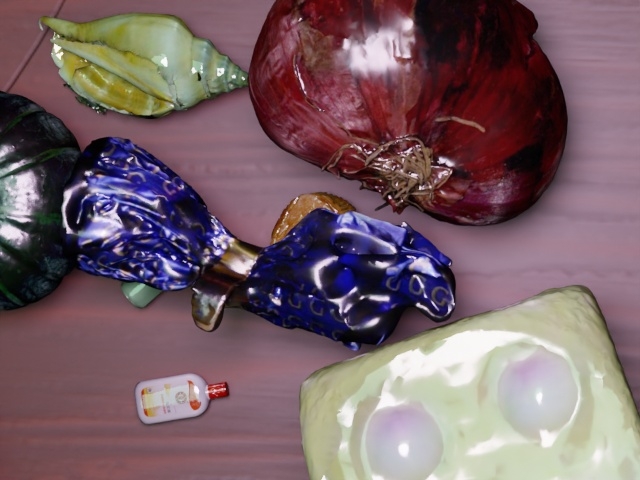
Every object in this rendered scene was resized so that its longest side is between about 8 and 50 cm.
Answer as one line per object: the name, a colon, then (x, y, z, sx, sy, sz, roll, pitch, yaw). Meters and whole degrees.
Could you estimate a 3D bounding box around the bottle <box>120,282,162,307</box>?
bottle: (-0.139, 0.024, 1.492, 0.083, 0.030, 0.030, -40, 82, 5)

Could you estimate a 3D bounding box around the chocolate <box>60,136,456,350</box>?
chocolate: (-0.053, 0.021, 1.397, 0.343, 0.126, 0.148, 17, 56, 13)

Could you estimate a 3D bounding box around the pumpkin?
pumpkin: (-0.297, -0.036, 1.466, 0.202, 0.140, 0.202, -1, 85, 11)

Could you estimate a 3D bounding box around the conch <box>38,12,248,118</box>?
conch: (-0.157, -0.155, 1.482, 0.200, 0.079, 0.095, 2, 101, 26)

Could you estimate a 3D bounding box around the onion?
onion: (0.083, -0.129, 1.377, 0.281, 0.281, 0.221, 45, 138, 8)

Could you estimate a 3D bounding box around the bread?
bread: (0.000, 0.000, 1.459, 0.085, 0.053, 0.085, 0, 88, 19)

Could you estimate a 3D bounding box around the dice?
dice: (0.139, 0.185, 1.328, 0.249, 0.254, 0.252, -19, 86, 8)

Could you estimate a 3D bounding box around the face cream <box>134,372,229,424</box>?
face cream: (-0.124, 0.139, 1.489, 0.083, 0.021, 0.040, -11, 87, 8)
